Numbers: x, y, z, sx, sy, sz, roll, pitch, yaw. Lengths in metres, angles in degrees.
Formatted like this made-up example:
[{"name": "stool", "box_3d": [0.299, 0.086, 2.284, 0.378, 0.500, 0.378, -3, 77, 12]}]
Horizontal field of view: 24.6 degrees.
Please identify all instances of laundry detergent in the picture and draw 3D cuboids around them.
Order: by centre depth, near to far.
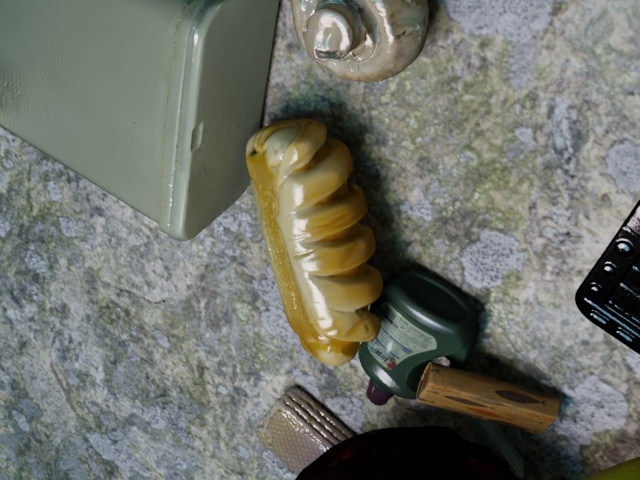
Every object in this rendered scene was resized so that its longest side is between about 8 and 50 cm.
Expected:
[{"name": "laundry detergent", "box_3d": [0.116, 0.146, 1.891, 0.144, 0.078, 0.222, 33, 134, 15]}]

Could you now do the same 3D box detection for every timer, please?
[{"name": "timer", "box_3d": [0.382, 0.044, 1.640, 0.144, 0.055, 0.187, 35, 131, 8]}]

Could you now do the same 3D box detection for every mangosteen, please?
[{"name": "mangosteen", "box_3d": [0.109, 0.437, 1.834, 0.380, 0.421, 0.381, 16, 151, 9]}]

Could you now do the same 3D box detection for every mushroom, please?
[{"name": "mushroom", "box_3d": [0.041, -0.252, 1.622, 0.166, 0.127, 0.166, 15, 130, 19]}]

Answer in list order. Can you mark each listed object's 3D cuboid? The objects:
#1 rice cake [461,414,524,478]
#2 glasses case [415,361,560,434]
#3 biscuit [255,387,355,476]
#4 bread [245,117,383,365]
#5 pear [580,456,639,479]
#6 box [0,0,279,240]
[{"name": "rice cake", "box_3d": [0.216, 0.245, 1.923, 0.033, 0.029, 0.171, -22, 105, 51]}, {"name": "glasses case", "box_3d": [0.210, 0.196, 1.837, 0.169, 0.041, 0.065, 15, 149, -5]}, {"name": "biscuit", "box_3d": [0.018, 0.318, 2.104, 0.239, 0.062, 0.108, 41, 138, 6]}, {"name": "bread", "box_3d": [0.000, 0.000, 1.812, 0.173, 0.121, 0.311, 27, 133, 65]}, {"name": "pear", "box_3d": [0.455, 0.368, 1.674, 0.399, 0.399, 0.165, 42, 92, 3]}, {"name": "box", "box_3d": [-0.245, -0.232, 1.820, 0.343, 0.177, 0.352, 29, 134, 21]}]
